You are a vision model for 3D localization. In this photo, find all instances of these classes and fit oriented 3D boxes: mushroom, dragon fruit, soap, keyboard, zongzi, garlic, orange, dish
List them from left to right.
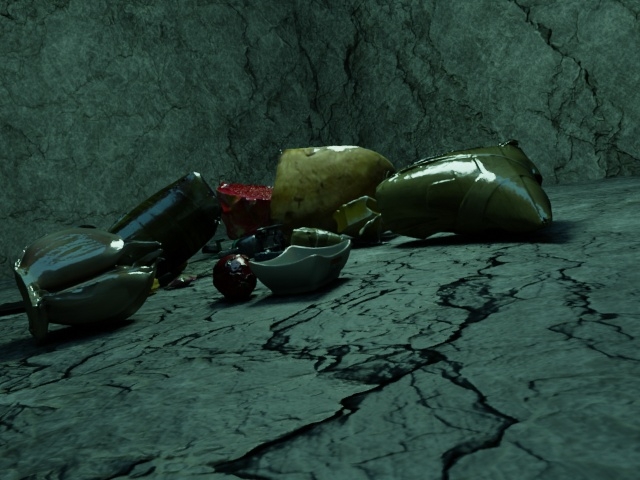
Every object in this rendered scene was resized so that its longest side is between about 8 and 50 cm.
[{"bbox_3d":[-0.749,0.167,1.734,0.230,0.025,0.093,-10,6,1],"label":"keyboard"},{"bbox_3d":[-0.456,0.071,1.256,0.292,0.210,0.237,-26,8,-42],"label":"garlic"},{"bbox_3d":[-0.508,0.016,1.896,0.403,0.208,0.432,-42,9,-28],"label":"zongzi"},{"bbox_3d":[-0.454,0.066,2.019,0.085,0.085,0.085,-10,5,1],"label":"orange"},{"bbox_3d":[-0.184,0.075,1.339,0.094,0.094,0.190,-11,0,-18],"label":"dragon fruit"},{"bbox_3d":[-0.220,-0.088,2.435,0.371,0.249,0.386,8,12,14],"label":"dragon fruit"},{"bbox_3d":[-0.031,0.056,1.307,0.151,0.077,0.212,-6,6,23],"label":"dish"},{"bbox_3d":[0.000,0.000,1.950,0.176,0.078,0.160,0,5,0],"label":"zongzi"},{"bbox_3d":[0.046,-0.141,2.118,0.397,0.314,0.224,-2,-33,24],"label":"mushroom"},{"bbox_3d":[0.133,-0.065,1.966,0.140,0.073,0.232,-25,-17,22],"label":"soap"},{"bbox_3d":[0.295,-0.086,1.601,0.500,0.218,0.467,-11,12,16],"label":"zongzi"}]

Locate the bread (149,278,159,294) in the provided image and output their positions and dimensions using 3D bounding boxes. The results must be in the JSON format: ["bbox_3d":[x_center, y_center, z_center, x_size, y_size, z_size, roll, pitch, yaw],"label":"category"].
[{"bbox_3d":[-0.448,0.118,1.601,0.083,0.044,0.110,-6,3,23],"label":"bread"}]

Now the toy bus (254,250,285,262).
[{"bbox_3d":[-0.110,0.049,1.716,0.065,0.047,0.166,-9,3,-42],"label":"toy bus"}]

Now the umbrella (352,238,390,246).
[{"bbox_3d":[0.144,0.010,1.860,0.122,0.022,0.013,5,3,31],"label":"umbrella"}]

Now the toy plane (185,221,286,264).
[{"bbox_3d":[-0.223,0.026,1.948,0.155,0.106,0.381,-14,2,36],"label":"toy plane"}]

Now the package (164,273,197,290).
[{"bbox_3d":[-0.357,0.105,1.662,0.083,0.029,0.059,-20,12,0],"label":"package"}]
